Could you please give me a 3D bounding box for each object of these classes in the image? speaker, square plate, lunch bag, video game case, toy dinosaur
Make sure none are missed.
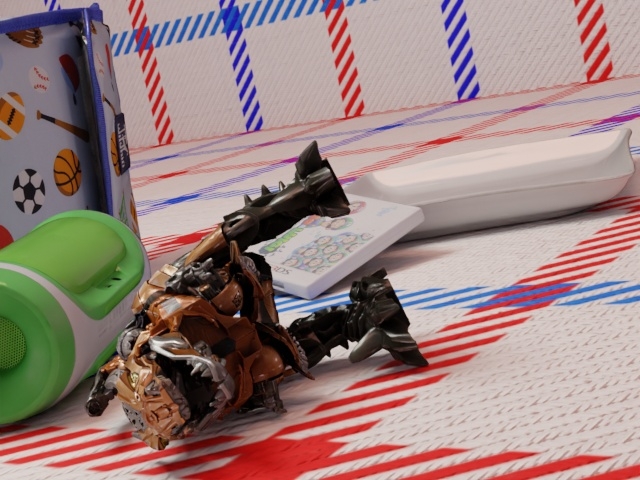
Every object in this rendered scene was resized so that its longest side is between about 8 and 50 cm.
[{"bbox_3d":[-0.226,0.054,1.020,0.131,0.131,0.296,-11,10,7],"label":"speaker"},{"bbox_3d":[0.184,-0.060,1.399,0.344,0.049,0.347,-9,10,15],"label":"square plate"},{"bbox_3d":[-0.345,-0.084,1.346,0.239,0.327,0.385,-1,13,30],"label":"lunch bag"},{"bbox_3d":[0.000,0.000,1.207,0.157,0.019,0.143,-33,29,-31],"label":"video game case"},{"bbox_3d":[-0.065,0.043,0.867,0.218,0.164,0.322,-27,31,4],"label":"toy dinosaur"}]
